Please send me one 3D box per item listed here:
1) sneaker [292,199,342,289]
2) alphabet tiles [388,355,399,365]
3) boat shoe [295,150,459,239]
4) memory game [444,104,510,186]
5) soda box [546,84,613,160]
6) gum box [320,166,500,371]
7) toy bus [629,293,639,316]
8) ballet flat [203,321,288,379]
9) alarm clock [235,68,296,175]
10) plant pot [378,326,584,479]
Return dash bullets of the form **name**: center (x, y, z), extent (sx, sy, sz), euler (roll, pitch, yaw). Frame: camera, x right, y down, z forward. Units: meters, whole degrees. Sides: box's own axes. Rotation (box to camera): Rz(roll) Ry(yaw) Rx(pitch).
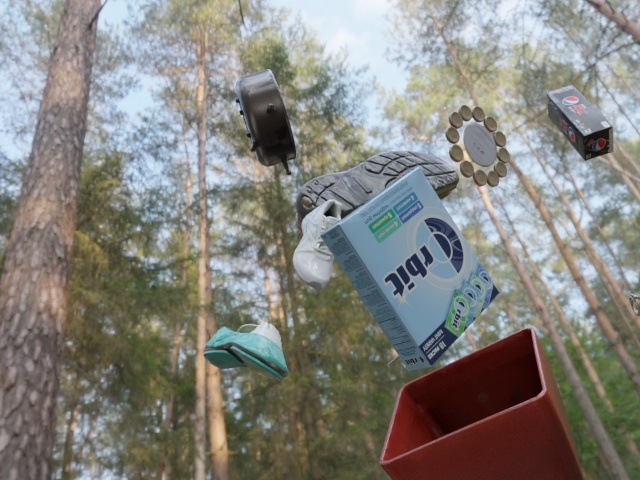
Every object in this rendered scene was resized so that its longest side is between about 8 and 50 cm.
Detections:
- **sneaker**: center (0.000, 0.000, 0.864), extent (0.053, 0.152, 0.061), euler (26, -49, -20)
- **alphabet tiles**: center (0.285, 0.206, 1.510), extent (0.237, 0.009, 0.198), euler (-27, -17, -37)
- **boat shoe**: center (0.096, -0.071, 1.136), extent (0.324, 0.122, 0.120), euler (-15, -38, -23)
- **memory game**: center (0.332, -0.200, 1.327), extent (0.186, 0.186, 0.012), euler (16, -22, -28)
- **soda box**: center (0.477, -0.220, 1.165), extent (0.053, 0.169, 0.060), euler (-18, -50, 6)
- **gum box**: center (0.109, 0.029, 0.728), extent (0.157, 0.184, 0.041), euler (-35, 4, -37)
- **toy bus**: center (0.615, 0.108, 1.051), extent (0.104, 0.202, 0.191), euler (-12, -49, 7)
- **ballet flat**: center (-0.117, 0.175, 1.062), extent (0.083, 0.087, 0.247), euler (46, -28, -22)
- **alarm clock**: center (-0.084, -0.180, 0.901), extent (0.064, 0.192, 0.129), euler (-16, -53, -2)
- **plant pot**: center (0.285, 0.336, 1.008), extent (0.267, 0.267, 0.236), euler (-31, -87, 19)
